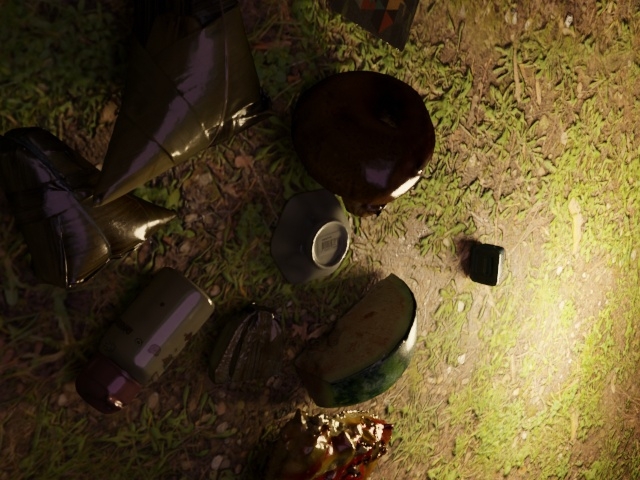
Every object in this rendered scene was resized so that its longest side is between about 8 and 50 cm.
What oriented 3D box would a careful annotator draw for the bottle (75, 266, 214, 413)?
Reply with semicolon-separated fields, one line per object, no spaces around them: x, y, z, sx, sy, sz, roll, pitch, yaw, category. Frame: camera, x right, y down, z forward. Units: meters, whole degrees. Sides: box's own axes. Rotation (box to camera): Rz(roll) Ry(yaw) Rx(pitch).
-0.275;0.158;1.092;0.233;0.110;0.110;-51;131;-16;bottle

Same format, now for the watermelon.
0.103;0.208;1.440;0.180;0.224;0.305;45;63;6;watermelon

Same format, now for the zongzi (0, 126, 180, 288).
-0.312;-0.076;0.982;0.242;0.112;0.221;-35;125;-38;zongzi

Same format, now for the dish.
0.000;0.000;1.317;0.190;0.066;0.191;-16;115;-38;dish

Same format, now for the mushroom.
0.061;-0.164;1.238;0.267;0.267;0.254;14;125;-44;mushroom

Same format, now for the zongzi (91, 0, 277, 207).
-0.224;-0.234;0.942;0.317;0.154;0.290;-43;127;-42;zongzi

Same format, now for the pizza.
-0.013;0.466;1.370;0.440;0.130;0.406;-43;148;-21;pizza

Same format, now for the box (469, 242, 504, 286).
0.405;0.054;1.705;0.054;0.074;0.099;-23;120;-47;box

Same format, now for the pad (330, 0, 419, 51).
0.109;-0.452;1.305;0.211;0.003;0.143;14;95;-44;pad

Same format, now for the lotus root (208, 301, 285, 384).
-0.128;0.178;1.260;0.143;0.070;0.144;11;101;-38;lotus root
